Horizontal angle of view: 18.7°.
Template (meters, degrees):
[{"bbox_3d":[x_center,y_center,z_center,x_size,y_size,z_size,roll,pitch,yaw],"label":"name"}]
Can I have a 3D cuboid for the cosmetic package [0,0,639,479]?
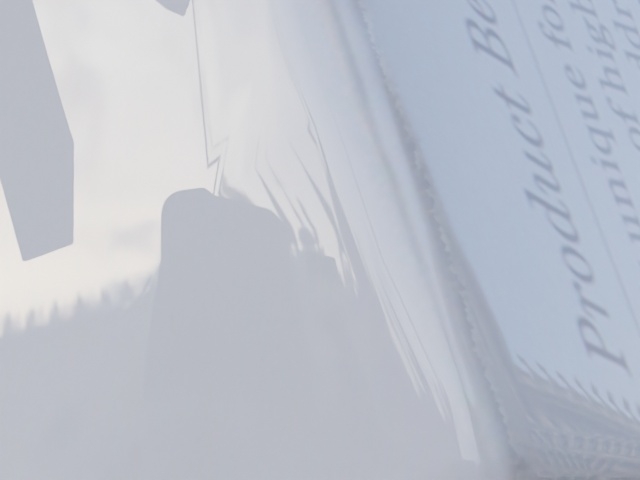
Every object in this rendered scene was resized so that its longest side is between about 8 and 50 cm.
[{"bbox_3d":[0.000,0.000,0.589,0.327,0.329,0.394,-33,-29,32],"label":"cosmetic package"}]
